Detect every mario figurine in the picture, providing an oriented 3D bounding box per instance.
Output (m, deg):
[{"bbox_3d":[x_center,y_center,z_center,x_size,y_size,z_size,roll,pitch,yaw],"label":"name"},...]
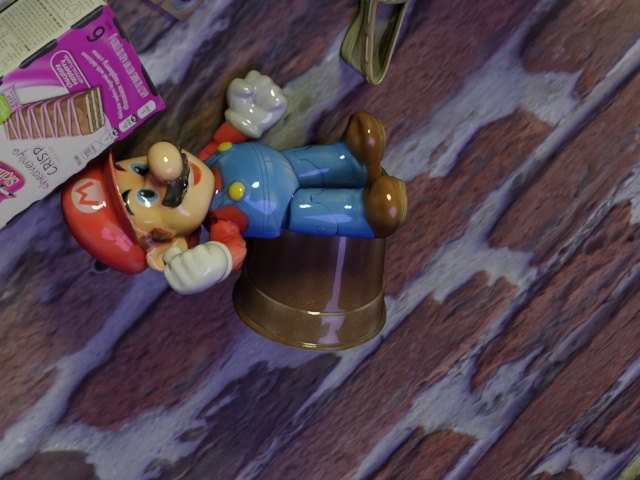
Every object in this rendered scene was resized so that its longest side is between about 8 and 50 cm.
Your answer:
[{"bbox_3d":[-0.082,-0.056,1.715,0.320,0.198,0.170,-8,108,-16],"label":"mario figurine"}]

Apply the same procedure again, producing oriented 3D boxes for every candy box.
[{"bbox_3d":[-0.265,-0.109,1.589,0.233,0.071,0.159,-37,146,-7],"label":"candy box"}]

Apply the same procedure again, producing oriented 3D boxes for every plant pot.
[{"bbox_3d":[0.000,0.000,1.909,0.167,0.167,0.165,-15,129,-34],"label":"plant pot"}]

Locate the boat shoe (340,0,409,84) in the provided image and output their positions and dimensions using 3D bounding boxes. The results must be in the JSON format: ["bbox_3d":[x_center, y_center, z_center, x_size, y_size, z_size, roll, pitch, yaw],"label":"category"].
[{"bbox_3d":[0.065,-0.226,1.808,0.056,0.048,0.153,-8,134,-40],"label":"boat shoe"}]

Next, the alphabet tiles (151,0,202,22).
[{"bbox_3d":[-0.119,-0.307,1.574,0.198,0.009,0.237,-47,145,8],"label":"alphabet tiles"}]
